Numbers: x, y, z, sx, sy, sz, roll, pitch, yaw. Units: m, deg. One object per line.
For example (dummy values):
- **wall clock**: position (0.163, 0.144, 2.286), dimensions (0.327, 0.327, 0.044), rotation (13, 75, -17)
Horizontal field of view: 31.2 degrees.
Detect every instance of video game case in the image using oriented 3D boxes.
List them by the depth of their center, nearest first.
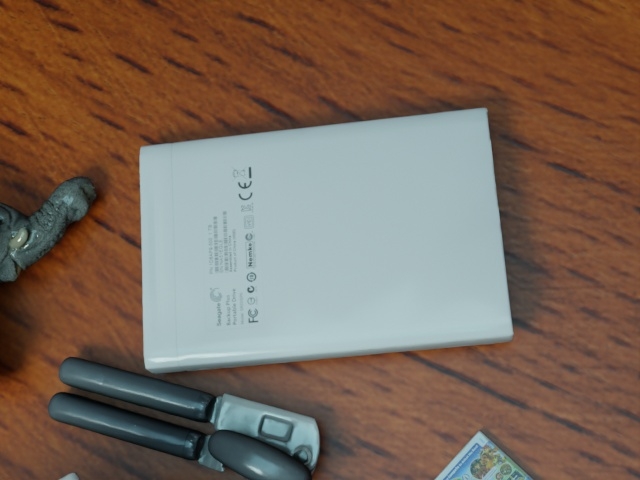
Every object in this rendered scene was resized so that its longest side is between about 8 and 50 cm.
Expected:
- **video game case**: position (0.167, 0.254, 1.086), dimensions (0.122, 0.011, 0.087), rotation (42, 87, 13)

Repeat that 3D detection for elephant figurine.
- **elephant figurine**: position (-0.363, 0.028, 1.145), dimensions (0.169, 0.186, 0.240), rotation (-13, 59, 48)

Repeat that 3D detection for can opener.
- **can opener**: position (-0.132, 0.173, 1.105), dimensions (0.280, 0.093, 0.074), rotation (14, 79, 15)

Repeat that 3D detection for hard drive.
- **hard drive**: position (0.000, 0.000, 1.133), dimensions (0.352, 0.047, 0.233), rotation (-6, 72, 7)

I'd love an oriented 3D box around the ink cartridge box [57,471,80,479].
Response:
- **ink cartridge box**: position (-0.187, 0.419, 0.942), dimensions (0.166, 0.285, 0.395), rotation (-26, 76, -21)
